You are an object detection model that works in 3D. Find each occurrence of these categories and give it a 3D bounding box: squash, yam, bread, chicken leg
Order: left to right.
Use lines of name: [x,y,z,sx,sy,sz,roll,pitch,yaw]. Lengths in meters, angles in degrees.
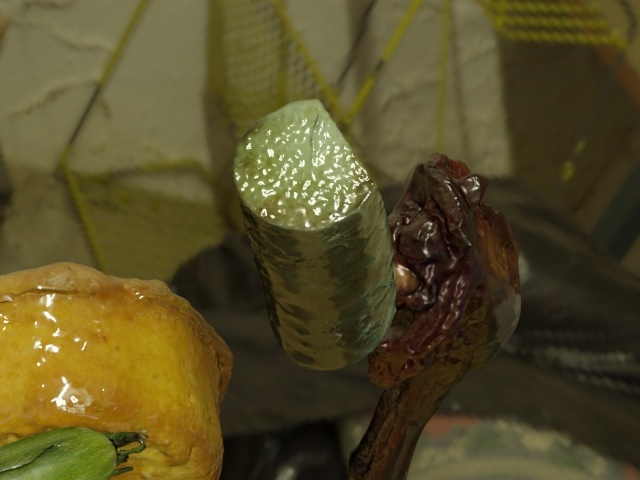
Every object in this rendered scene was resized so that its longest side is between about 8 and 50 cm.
squash: [-0.273,0.218,1.385,0.318,0.071,0.080,-35,79,-24]
bread: [-0.177,0.146,1.619,0.340,0.179,0.194,61,23,-53]
yam: [0.000,0.000,0.846,0.068,0.068,0.169,41,-17,20]
chicken leg: [0.073,0.066,1.214,0.096,0.407,0.158,29,62,12]
